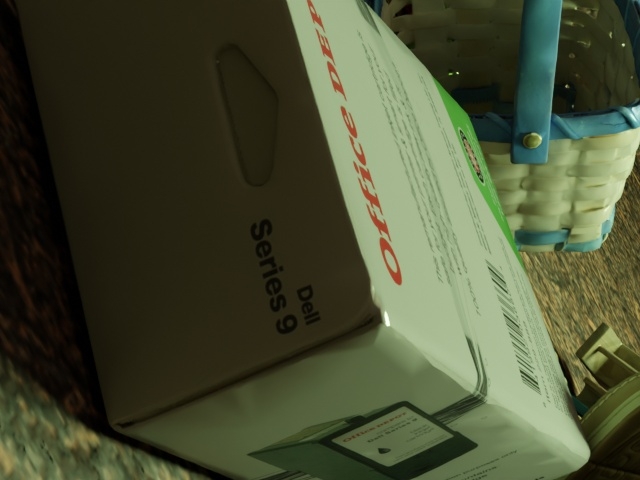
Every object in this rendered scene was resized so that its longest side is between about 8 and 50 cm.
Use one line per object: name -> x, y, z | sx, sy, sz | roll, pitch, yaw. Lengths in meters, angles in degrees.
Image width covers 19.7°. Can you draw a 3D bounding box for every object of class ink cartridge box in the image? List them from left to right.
ink cartridge box -> 0.000, 0.000, 0.828 | 0.289, 0.121, 0.211 | 37, 33, -61

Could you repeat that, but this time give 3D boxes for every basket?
basket -> 0.129, -0.145, 1.266 | 0.255, 0.201, 0.289 | -93, -175, -55

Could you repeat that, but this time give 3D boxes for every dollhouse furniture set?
dollhouse furniture set -> 0.277, 0.190, 1.536 | 0.184, 0.129, 0.129 | 40, -5, 39

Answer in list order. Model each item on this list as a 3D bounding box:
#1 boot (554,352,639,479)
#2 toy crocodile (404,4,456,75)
boot -> 0.127, 0.103, 1.005 | 0.077, 0.213, 0.165 | 10, 42, -20
toy crocodile -> 0.117, -0.202, 1.588 | 0.115, 0.105, 0.340 | 58, 22, -28
